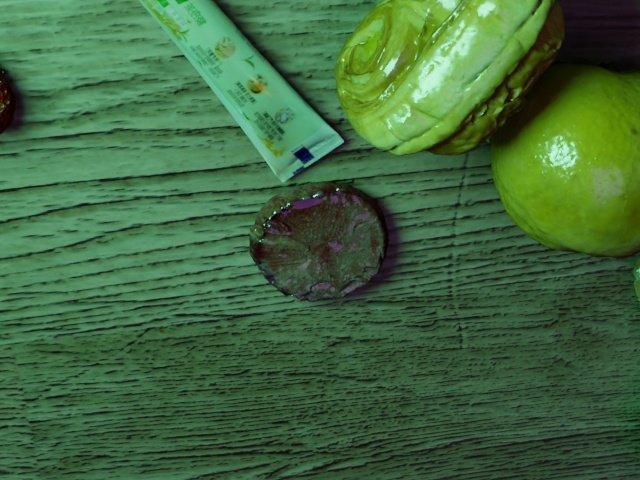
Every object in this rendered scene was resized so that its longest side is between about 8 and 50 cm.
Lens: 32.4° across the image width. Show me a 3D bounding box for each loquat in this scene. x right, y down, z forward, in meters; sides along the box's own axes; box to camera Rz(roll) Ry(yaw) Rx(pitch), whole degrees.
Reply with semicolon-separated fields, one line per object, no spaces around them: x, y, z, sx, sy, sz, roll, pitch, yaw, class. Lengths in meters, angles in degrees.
0.274;-0.083;1.098;0.208;0.208;0.208;-5;121;-8;loquat

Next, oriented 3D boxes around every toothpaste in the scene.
-0.093;-0.178;1.055;0.314;0.058;0.056;49;58;-34;toothpaste

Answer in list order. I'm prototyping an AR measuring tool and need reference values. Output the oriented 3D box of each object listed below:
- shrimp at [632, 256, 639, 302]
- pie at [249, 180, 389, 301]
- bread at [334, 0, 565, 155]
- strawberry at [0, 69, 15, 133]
0.416;0.087;1.283;0.091;0.043;0.184;-8;94;3;shrimp
0.000;0.000;1.187;0.154;0.036;0.154;-5;121;-8;pie
0.118;-0.182;1.006;0.120;0.198;0.236;30;110;-31;bread
-0.325;-0.131;1.023;0.083;0.083;0.096;-42;152;14;strawberry
